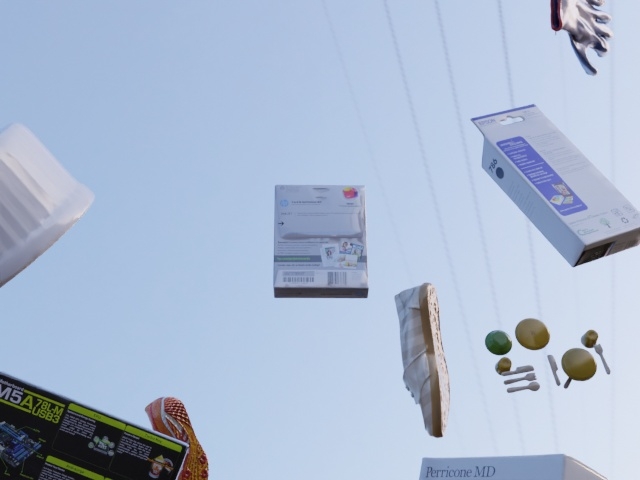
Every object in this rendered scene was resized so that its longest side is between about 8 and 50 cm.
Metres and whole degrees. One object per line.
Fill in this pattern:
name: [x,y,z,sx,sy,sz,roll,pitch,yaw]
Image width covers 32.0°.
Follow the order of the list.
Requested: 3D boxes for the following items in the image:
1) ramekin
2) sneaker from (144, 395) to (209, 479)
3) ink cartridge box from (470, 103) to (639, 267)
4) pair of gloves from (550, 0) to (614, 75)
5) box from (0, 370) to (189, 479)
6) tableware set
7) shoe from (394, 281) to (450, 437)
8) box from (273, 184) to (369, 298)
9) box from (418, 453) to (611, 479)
ramekin: [-0.423,-0.022,1.350,0.277,0.277,0.135,-35,-73,4]
sneaker: [-0.224,0.329,1.750,0.067,0.175,0.064,-22,-7,43]
ink cartridge box: [0.408,-0.103,1.959,0.165,0.333,0.065,-15,-36,-29]
pair of gloves: [0.269,-0.269,1.131,0.023,0.198,0.159,0,0,33]
box: [-0.239,0.235,1.003,0.045,0.190,0.184,128,163,-78]
tableware set: [0.301,0.150,1.488,0.154,0.104,0.024,-10,-28,-8]
shoe: [0.142,0.169,1.566,0.058,0.219,0.076,-10,-19,17]
box: [0.000,0.000,1.720,0.145,0.186,0.038,0,-30,-2]
box: [0.213,0.300,1.129,0.181,0.119,0.182,-13,-35,44]
